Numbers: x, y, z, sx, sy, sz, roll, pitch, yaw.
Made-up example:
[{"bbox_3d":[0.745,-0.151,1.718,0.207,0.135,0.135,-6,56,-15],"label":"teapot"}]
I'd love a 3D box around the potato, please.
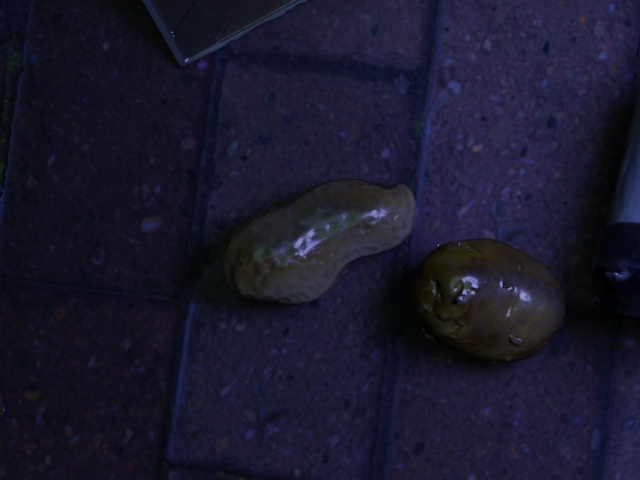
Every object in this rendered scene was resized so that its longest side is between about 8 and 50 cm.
[{"bbox_3d":[0.185,0.066,1.845,0.176,0.137,0.137,24,86,-13],"label":"potato"}]

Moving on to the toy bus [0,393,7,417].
[{"bbox_3d":[-0.439,0.133,1.909,0.091,0.103,0.182,-21,82,4],"label":"toy bus"}]

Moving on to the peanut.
[{"bbox_3d":[0.000,0.000,1.881,0.236,0.110,0.120,-20,60,-4],"label":"peanut"}]

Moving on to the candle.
[{"bbox_3d":[0.428,-0.066,1.784,0.221,0.221,0.343,13,85,7],"label":"candle"}]

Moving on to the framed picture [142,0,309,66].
[{"bbox_3d":[-0.093,-0.341,1.919,0.265,0.018,0.192,-28,117,1],"label":"framed picture"}]
